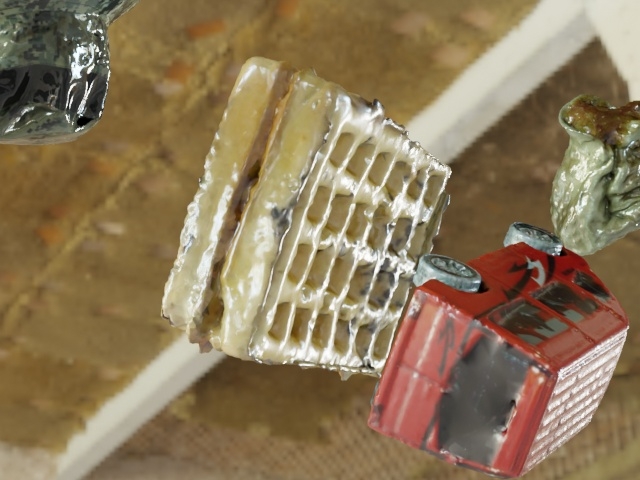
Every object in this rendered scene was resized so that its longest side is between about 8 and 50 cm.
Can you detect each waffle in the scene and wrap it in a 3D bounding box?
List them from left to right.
[{"bbox_3d":[0.001,0.000,1.438,0.114,0.261,0.376,16,-3,21],"label":"waffle"}]

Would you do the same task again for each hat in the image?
[{"bbox_3d":[-0.225,-0.132,1.115,0.265,0.128,0.265,-7,-6,-1],"label":"hat"}]

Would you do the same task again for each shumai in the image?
[{"bbox_3d":[0.157,-0.044,0.876,0.080,0.083,0.082,57,-27,-15],"label":"shumai"}]

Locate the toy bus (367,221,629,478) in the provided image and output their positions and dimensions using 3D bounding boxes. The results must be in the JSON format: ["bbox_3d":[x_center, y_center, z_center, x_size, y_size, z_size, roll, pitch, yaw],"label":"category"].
[{"bbox_3d":[0.099,0.052,0.752,0.089,0.081,0.195,25,17,21],"label":"toy bus"}]
